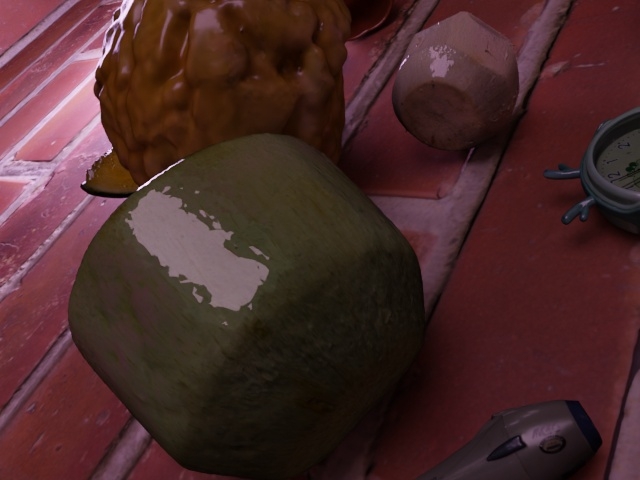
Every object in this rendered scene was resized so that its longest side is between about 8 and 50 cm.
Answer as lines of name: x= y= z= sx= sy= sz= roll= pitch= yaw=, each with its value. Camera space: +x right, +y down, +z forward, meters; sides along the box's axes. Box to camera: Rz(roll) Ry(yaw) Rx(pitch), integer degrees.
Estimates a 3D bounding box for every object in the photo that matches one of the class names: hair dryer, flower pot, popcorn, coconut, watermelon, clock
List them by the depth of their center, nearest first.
hair dryer: x=0.144 y=0.230 z=0.448 sx=0.167 sy=0.067 sz=0.199 roll=-22 pitch=54 yaw=26
coconut: x=-0.074 y=0.049 z=0.579 sx=0.328 sy=0.281 sz=0.328 roll=-3 pitch=83 yaw=27
clock: x=0.340 y=-0.071 z=0.603 sx=0.211 sy=0.066 sz=0.159 roll=-16 pitch=42 yaw=19
coconut: x=0.177 y=-0.205 z=0.778 sx=0.161 sy=0.161 sz=0.162 roll=3 pitch=49 yaw=35
popcorn: x=-0.134 y=-0.189 z=0.809 sx=0.354 sy=0.390 sz=0.344 roll=15 pitch=70 yaw=4
watermelon: x=-0.299 y=-0.174 z=1.066 sx=0.123 sy=0.129 sz=0.301 roll=0 pitch=54 yaw=36
flower pot: x=0.035 y=-0.492 z=1.161 sx=0.190 sy=0.191 sz=0.173 roll=-29 pitch=26 yaw=4
